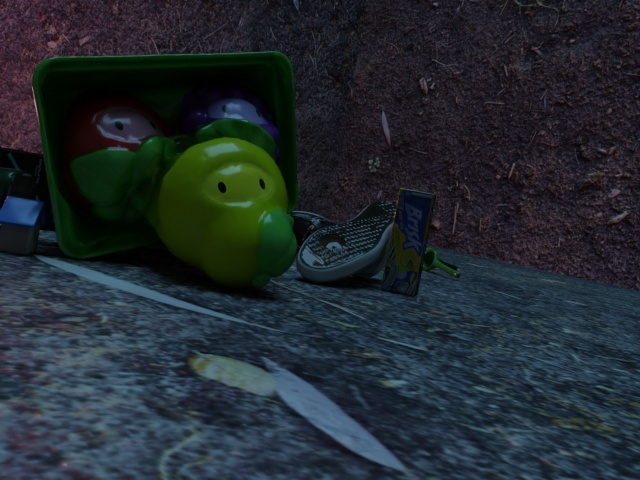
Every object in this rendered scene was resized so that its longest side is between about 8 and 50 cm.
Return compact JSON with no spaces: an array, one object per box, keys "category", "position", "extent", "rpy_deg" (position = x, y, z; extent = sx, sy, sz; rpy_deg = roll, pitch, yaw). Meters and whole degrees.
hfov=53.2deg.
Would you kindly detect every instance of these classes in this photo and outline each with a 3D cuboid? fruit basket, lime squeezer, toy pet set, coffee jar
[{"category":"fruit basket","position":[-0.167,-0.101,0.845],"extent":[0.391,0.283,0.392],"rpy_deg":[-2,16,1]},{"category":"lime squeezer","position":[0.298,0.063,1.630],"extent":[0.110,0.059,0.310],"rpy_deg":[41,7,8]},{"category":"toy pet set","position":[-0.393,-0.023,0.756],"extent":[0.114,0.065,0.122],"rpy_deg":[9,4,-9]},{"category":"coffee jar","position":[-0.488,-0.062,0.861],"extent":[0.184,0.096,0.079],"rpy_deg":[10,1,4]}]

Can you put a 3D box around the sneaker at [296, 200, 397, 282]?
[{"category":"sneaker","position":[0.061,0.032,1.084],"extent":[0.105,0.123,0.290],"rpy_deg":[25,31,28]}]

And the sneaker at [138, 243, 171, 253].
[{"category":"sneaker","position":[-0.199,-0.005,1.050],"extent":[0.281,0.105,0.115],"rpy_deg":[4,-31,-13]}]

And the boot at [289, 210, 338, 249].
[{"category":"boot","position":[0.002,-0.001,1.293],"extent":[0.236,0.085,0.178],"rpy_deg":[20,5,4]}]

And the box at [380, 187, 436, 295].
[{"category":"box","position":[0.145,0.002,1.047],"extent":[0.059,0.169,0.054],"rpy_deg":[11,4,14]}]

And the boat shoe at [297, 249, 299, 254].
[{"category":"boat shoe","position":[-0.016,0.013,1.407],"extent":[0.133,0.049,0.042],"rpy_deg":[14,-5,-10]}]

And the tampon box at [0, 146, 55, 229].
[{"category":"tampon box","position":[-0.503,-0.088,1.040],"extent":[0.101,0.121,0.161],"rpy_deg":[14,5,42]}]
